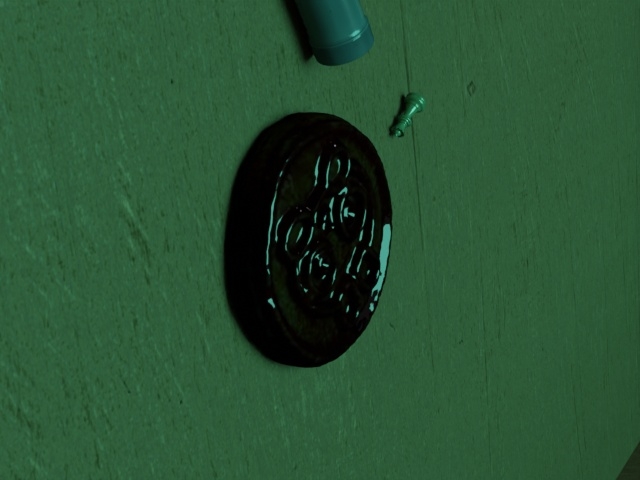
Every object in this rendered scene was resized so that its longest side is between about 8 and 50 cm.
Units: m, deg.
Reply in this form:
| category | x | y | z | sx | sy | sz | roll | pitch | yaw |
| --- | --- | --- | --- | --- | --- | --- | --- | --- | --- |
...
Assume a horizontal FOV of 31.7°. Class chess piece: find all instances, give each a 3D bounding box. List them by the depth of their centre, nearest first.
| category | x | y | z | sx | sy | sz | roll | pitch | yaw |
| --- | --- | --- | --- | --- | --- | --- | --- | --- | --- |
| chess piece | 0.157 | -0.225 | 2.057 | 0.093 | 0.042 | 0.042 | -59 | 140 | -28 |

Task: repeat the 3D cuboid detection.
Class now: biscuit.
| category | x | y | z | sx | sy | sz | roll | pitch | yaw |
| --- | --- | --- | --- | --- | --- | --- | --- | --- | --- |
| biscuit | 0.000 | 0.000 | 1.783 | 0.407 | 0.091 | 0.407 | -11 | 103 | -58 |

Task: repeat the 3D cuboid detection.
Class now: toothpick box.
| category | x | y | z | sx | sy | sz | roll | pitch | yaw |
| --- | --- | --- | --- | --- | --- | --- | --- | --- | --- |
| toothpick box | 0.015 | -0.362 | 1.752 | 0.101 | 0.101 | 0.153 | -57 | 137 | -38 |
